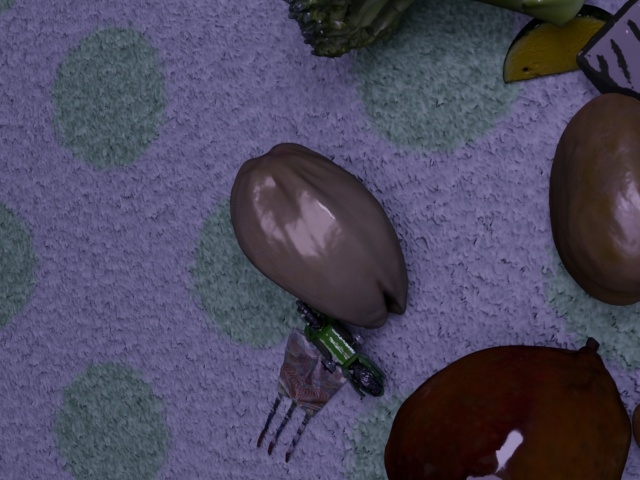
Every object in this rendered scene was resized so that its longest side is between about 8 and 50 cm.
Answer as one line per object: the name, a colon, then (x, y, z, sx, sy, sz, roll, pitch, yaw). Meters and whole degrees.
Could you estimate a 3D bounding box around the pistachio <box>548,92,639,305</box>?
pistachio: (0.382, -0.052, 1.027, 0.213, 0.163, 0.260, -31, 67, 37)

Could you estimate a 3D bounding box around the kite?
kite: (-0.035, 0.264, 1.310, 0.127, 0.016, 0.229, 28, 102, 26)

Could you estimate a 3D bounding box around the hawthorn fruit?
hawthorn fruit: (0.244, 0.287, 1.028, 0.325, 0.308, 0.308, -25, 80, 16)

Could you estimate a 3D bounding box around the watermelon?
watermelon: (0.333, -0.279, 1.092, 0.182, 0.075, 0.091, -6, 92, 24)

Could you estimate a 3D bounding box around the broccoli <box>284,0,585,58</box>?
broccoli: (0.131, -0.367, 1.087, 0.353, 0.397, 0.274, -110, 17, -50)

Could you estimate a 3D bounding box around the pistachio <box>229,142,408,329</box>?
pistachio: (0.000, 0.000, 1.196, 0.332, 0.208, 0.226, 43, 152, 5)

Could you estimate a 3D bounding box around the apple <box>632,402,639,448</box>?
apple: (0.451, 0.247, 1.044, 0.084, 0.071, 0.083, 5, 101, 26)

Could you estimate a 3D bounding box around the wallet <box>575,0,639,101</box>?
wallet: (0.470, -0.210, 1.025, 0.245, 0.052, 0.168, 47, 114, 7)

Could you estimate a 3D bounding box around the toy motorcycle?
toy motorcycle: (0.028, 0.167, 1.231, 0.074, 0.106, 0.190, -41, 76, -4)
